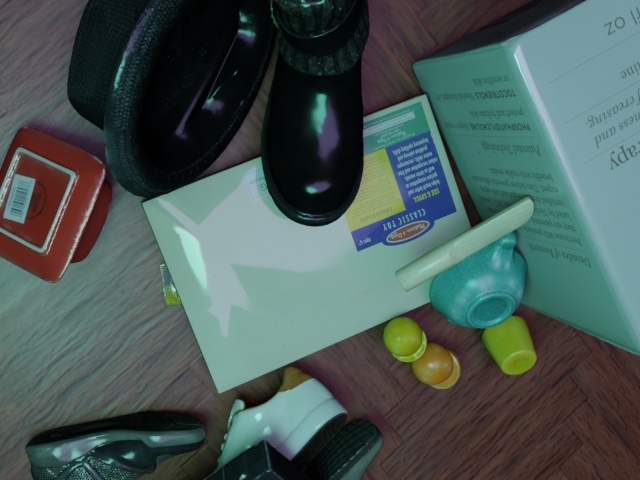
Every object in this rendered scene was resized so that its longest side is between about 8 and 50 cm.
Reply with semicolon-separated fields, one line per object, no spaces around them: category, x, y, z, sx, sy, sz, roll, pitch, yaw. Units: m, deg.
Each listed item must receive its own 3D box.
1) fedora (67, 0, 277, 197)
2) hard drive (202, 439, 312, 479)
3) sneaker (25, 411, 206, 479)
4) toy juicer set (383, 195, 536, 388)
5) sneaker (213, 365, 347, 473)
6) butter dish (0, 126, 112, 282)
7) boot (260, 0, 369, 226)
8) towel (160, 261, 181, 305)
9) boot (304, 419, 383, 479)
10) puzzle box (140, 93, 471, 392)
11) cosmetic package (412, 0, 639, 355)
fedora;-0.189;-0.224;1.070;0.152;0.334;0.334;26;90;19
hard drive;-0.128;0.420;1.145;0.339;0.064;0.237;-38;120;10
sneaker;-0.256;0.299;1.168;0.227;0.087;0.130;-11;100;-8
toy juicer set;0.175;0.072;1.180;0.209;0.089;0.329;-16;135;-1
sneaker;-0.098;0.290;1.212;0.290;0.106;0.123;-46;65;5
butter dish;-0.317;-0.039;1.108;0.159;0.118;0.160;23;92;26
boot;-0.003;-0.207;1.045;0.131;0.260;0.348;1;79;-4
towel;-0.171;0.056;1.199;0.083;0.009;0.060;-3;95;-12
boot;0.042;0.379;1.252;0.161;0.083;0.246;37;95;-18
puzzle box;0.000;0.000;1.204;0.408;0.052;0.272;-22;100;-12
cosmetic package;0.380;-0.130;1.141;0.329;0.327;0.394;-30;102;-8
